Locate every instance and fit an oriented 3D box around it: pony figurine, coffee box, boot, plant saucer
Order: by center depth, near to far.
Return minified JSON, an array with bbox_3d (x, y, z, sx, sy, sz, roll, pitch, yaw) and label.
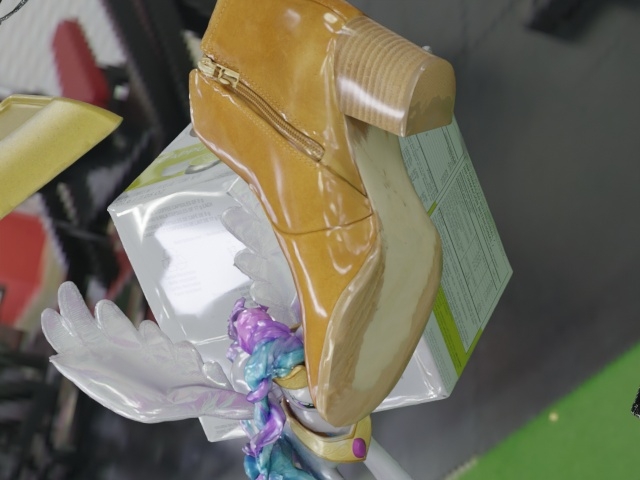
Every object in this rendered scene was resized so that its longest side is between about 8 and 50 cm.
[{"bbox_3d":[-0.015,-0.034,1.232,0.211,0.104,0.295,26,114,38],"label":"boot"},{"bbox_3d":[-0.040,0.131,1.608,0.303,0.363,0.351,-41,50,-15],"label":"pony figurine"},{"bbox_3d":[0.000,0.000,2.114,0.338,0.338,0.334,-13,21,26],"label":"coffee box"},{"bbox_3d":[-0.478,-0.109,2.433,0.333,0.081,0.333,-41,21,-17],"label":"plant saucer"}]

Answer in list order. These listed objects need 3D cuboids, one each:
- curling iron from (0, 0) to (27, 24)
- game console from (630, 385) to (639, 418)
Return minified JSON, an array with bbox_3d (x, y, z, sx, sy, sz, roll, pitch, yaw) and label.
[{"bbox_3d":[-0.241,-0.280,1.428,0.068,0.035,0.274,-19,43,34],"label":"curling iron"},{"bbox_3d":[0.366,0.130,1.734,0.107,0.071,0.122,38,137,32],"label":"game console"}]
